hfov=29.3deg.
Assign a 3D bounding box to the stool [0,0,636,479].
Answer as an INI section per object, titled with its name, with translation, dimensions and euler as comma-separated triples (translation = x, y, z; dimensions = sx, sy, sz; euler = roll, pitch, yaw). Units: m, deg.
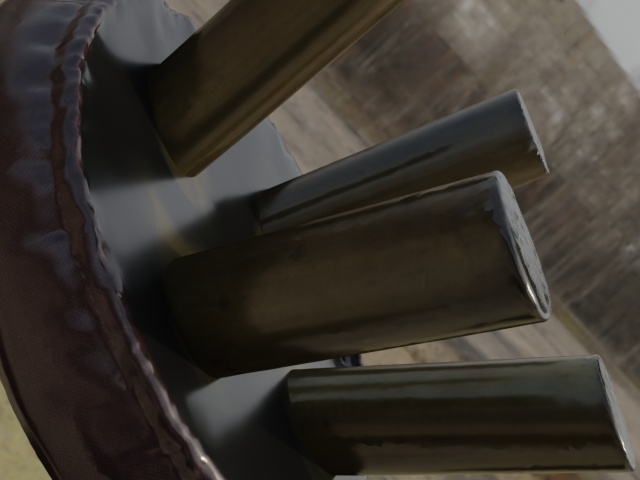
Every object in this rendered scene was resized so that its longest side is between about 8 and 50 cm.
[stool]
translation = 0.000, 0.000, 0.498
dimensions = 0.272, 0.178, 0.272
euler = -19, 90, -75
